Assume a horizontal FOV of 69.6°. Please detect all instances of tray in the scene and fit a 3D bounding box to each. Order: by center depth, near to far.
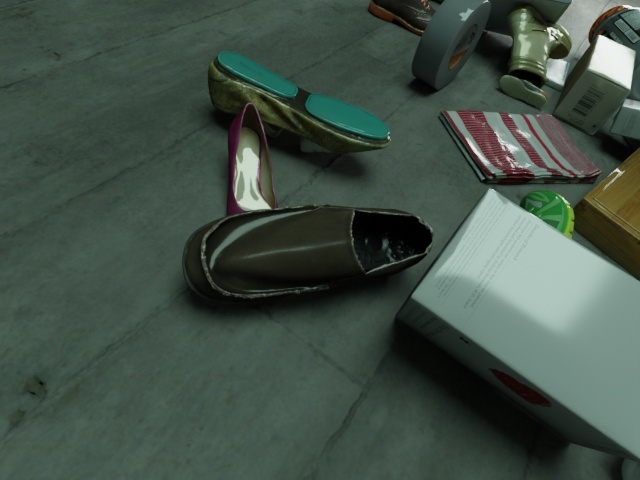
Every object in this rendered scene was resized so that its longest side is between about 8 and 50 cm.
[{"bbox_3d":[0.717,-0.079,1.003,0.411,0.076,0.203,-29,65,-36],"label":"tray"}]

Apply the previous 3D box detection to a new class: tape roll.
[{"bbox_3d":[0.314,-0.480,1.109,0.072,0.219,0.219,38,50,16],"label":"tape roll"}]

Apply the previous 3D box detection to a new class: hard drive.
[{"bbox_3d":[0.583,-0.664,1.337,0.203,0.040,0.307,19,10,10],"label":"hard drive"}]

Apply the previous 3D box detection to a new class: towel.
[{"bbox_3d":[0.462,-0.225,1.066,0.329,0.037,0.237,-4,52,-21],"label":"towel"}]

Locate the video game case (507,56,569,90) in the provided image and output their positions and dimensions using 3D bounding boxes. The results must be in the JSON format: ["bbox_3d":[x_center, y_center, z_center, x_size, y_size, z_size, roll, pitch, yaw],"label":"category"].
[{"bbox_3d":[0.671,-0.541,1.411,0.173,0.022,0.190,30,48,7],"label":"video game case"}]

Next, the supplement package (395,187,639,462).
[{"bbox_3d":[0.272,0.106,0.591,0.293,0.177,0.175,35,78,13],"label":"supplement package"}]

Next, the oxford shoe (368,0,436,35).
[{"bbox_3d":[0.281,-0.674,1.341,0.272,0.098,0.096,18,48,-3],"label":"oxford shoe"}]

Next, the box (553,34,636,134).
[{"bbox_3d":[0.762,-0.437,1.272,0.121,0.148,0.311,32,47,10],"label":"box"}]

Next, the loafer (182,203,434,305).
[{"bbox_3d":[0.000,0.000,0.630,0.366,0.130,0.133,-10,82,-26],"label":"loafer"}]

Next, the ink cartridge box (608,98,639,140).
[{"bbox_3d":[0.822,-0.286,1.130,0.175,0.072,0.127,24,35,25],"label":"ink cartridge box"}]

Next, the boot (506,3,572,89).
[{"bbox_3d":[0.617,-0.512,1.294,0.262,0.095,0.203,13,77,-36],"label":"boot"}]

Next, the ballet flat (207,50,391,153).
[{"bbox_3d":[-0.045,-0.226,0.846,0.349,0.123,0.123,24,48,-3],"label":"ballet flat"}]

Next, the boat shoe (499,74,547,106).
[{"bbox_3d":[0.545,-0.407,1.238,0.137,0.049,0.043,28,51,1],"label":"boat shoe"}]

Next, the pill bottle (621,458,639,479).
[{"bbox_3d":[0.504,0.266,0.606,0.222,0.124,0.124,-25,63,-35],"label":"pill bottle"}]

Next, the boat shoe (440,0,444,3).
[{"bbox_3d":[0.411,-0.863,1.545,0.286,0.102,0.092,21,52,7],"label":"boat shoe"}]

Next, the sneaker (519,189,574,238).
[{"bbox_3d":[0.350,-0.004,0.792,0.124,0.109,0.295,31,49,3],"label":"sneaker"}]

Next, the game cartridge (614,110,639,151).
[{"bbox_3d":[0.931,-0.250,1.234,0.198,0.062,0.297,7,49,-18],"label":"game cartridge"}]

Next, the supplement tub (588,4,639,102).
[{"bbox_3d":[0.988,-0.595,1.448,0.194,0.193,0.315,7,49,-13],"label":"supplement tub"}]

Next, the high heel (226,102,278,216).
[{"bbox_3d":[-0.100,-0.099,0.715,0.082,0.117,0.244,2,51,-17],"label":"high heel"}]
